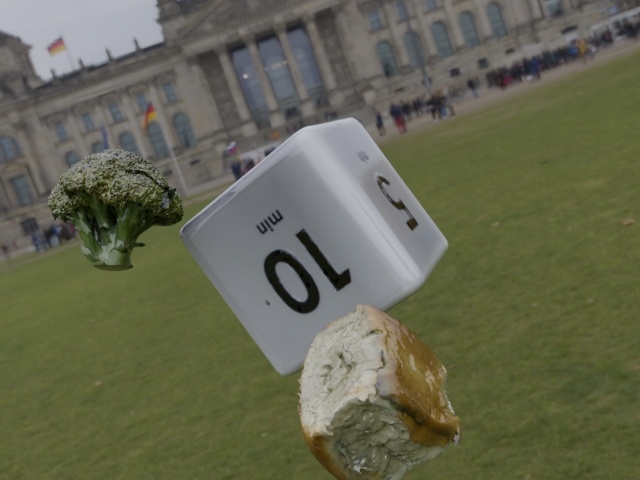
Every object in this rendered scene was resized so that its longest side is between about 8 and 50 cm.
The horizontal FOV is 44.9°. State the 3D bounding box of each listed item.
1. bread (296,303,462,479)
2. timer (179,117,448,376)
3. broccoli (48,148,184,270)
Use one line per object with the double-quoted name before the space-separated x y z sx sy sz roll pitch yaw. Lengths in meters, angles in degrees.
"bread" 0.027 0.091 0.434 0.076 0.070 0.083 -43 25 24
"timer" 0.000 0.000 0.851 0.192 0.195 0.194 -37 -2 21
"broccoli" -0.203 -0.031 0.768 0.131 0.120 0.130 -2 -14 -2
